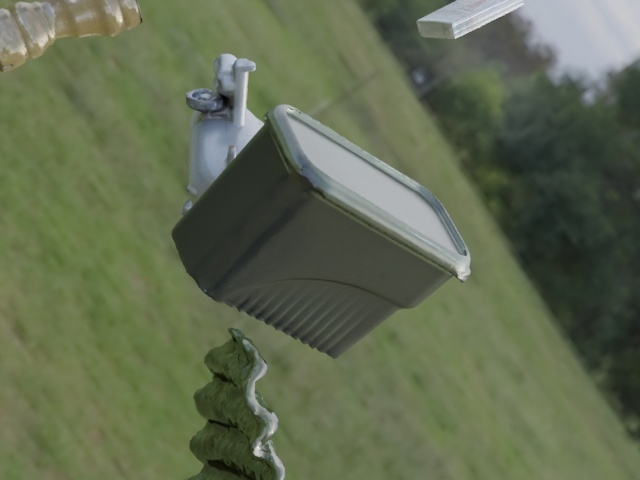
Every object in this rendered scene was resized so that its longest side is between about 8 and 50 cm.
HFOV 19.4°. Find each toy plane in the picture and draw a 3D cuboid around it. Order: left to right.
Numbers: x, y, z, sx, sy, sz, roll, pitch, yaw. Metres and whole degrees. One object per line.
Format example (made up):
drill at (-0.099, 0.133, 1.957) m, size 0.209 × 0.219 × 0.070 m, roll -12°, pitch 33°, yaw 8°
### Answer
toy plane at (-0.094, -0.084, 2.066) m, size 0.244 × 0.117 × 0.245 m, roll 180°, pitch -90°, yaw -84°

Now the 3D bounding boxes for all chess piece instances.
chess piece at (-0.212, -0.182, 1.512) m, size 0.066 × 0.122 × 0.066 m, roll 59°, pitch -16°, yaw 28°

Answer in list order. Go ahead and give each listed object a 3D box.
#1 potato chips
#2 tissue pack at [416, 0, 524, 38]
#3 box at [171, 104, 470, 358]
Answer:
potato chips at (-0.053, 0.285, 1.757) m, size 0.373 × 0.097 × 0.389 m, roll 66°, pitch -22°, yaw 15°
tissue pack at (0.157, -0.238, 1.964) m, size 0.056 × 0.108 × 0.023 m, roll 13°, pitch -56°, yaw 49°
box at (0.000, 0.000, 1.877) m, size 0.274 × 0.178 × 0.138 m, roll 31°, pitch 24°, yaw -39°
